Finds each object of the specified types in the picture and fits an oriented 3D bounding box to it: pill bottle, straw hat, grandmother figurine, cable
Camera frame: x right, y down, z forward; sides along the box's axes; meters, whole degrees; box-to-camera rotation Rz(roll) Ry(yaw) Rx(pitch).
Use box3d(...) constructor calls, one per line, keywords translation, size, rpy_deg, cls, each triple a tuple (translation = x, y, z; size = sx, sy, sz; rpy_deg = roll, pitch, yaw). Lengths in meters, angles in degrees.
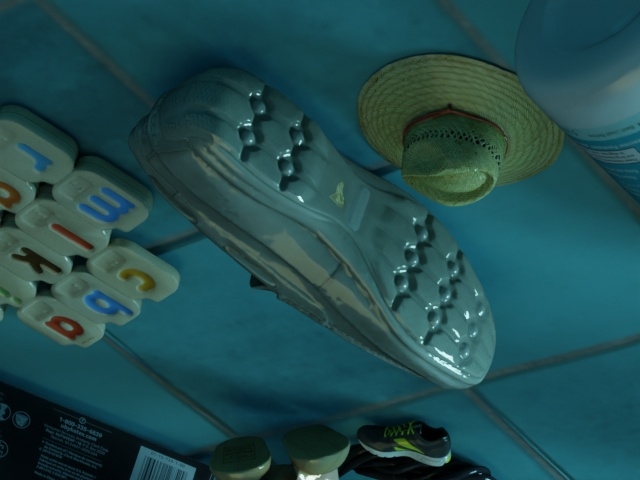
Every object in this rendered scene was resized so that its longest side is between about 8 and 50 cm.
box3d(translation=(0.247, -0.068, 1.082), size=(0.146, 0.146, 0.264), rpy_deg=(-22, 130, 39), cls="pill bottle")
box3d(translation=(0.090, -0.058, 1.221), size=(0.144, 0.061, 0.144), rpy_deg=(9, 144, 7), cls="straw hat")
box3d(translation=(-0.025, 0.341, 1.594), size=(0.208, 0.104, 0.342), rpy_deg=(-8, 107, 6), cls="grandmother figurine")
box3d(translation=(0.073, 0.233, 1.621), size=(0.184, 0.047, 0.150), rpy_deg=(14, 144, 2), cls="cable")

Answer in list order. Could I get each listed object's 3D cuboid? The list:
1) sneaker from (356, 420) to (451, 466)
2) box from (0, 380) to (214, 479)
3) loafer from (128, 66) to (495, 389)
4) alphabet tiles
box3d(translation=(0.073, 0.167, 1.554), size=(0.083, 0.031, 0.035), rpy_deg=(10, 129, 1), cls="sneaker")
box3d(translation=(-0.247, 0.252, 1.658), size=(0.247, 0.163, 0.142), rpy_deg=(24, 146, -12), cls="box")
box3d(translation=(0.000, 0.000, 1.297), size=(0.319, 0.112, 0.111), rpy_deg=(43, 140, -22), cls="loafer")
box3d(translation=(-0.260, -0.011, 1.435), size=(0.278, 0.021, 0.284), rpy_deg=(34, 139, -23), cls="alphabet tiles")
